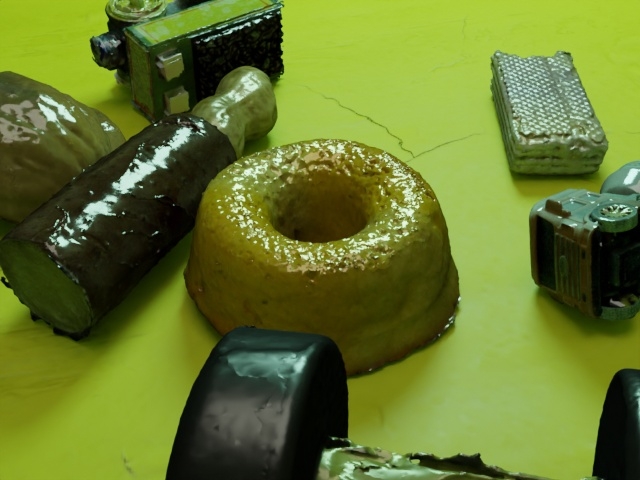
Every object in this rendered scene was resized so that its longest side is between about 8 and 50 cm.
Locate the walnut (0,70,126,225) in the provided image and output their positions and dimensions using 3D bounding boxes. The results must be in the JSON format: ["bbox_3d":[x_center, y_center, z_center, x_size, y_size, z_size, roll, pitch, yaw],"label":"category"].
[{"bbox_3d":[-0.335,-0.104,1.033,0.238,0.141,0.204,-20,44,-18],"label":"walnut"}]

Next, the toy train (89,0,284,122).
[{"bbox_3d":[-0.171,-0.268,1.254,0.261,0.134,0.177,-27,51,-28],"label":"toy train"}]

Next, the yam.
[{"bbox_3d":[-0.198,-0.026,0.929,0.131,0.131,0.279,13,38,21],"label":"yam"}]

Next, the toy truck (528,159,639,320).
[{"bbox_3d":[0.311,-0.022,0.904,0.257,0.108,0.140,-21,27,-26],"label":"toy truck"}]

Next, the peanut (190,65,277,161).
[{"bbox_3d":[-0.106,-0.143,1.118,0.089,0.089,0.192,12,43,19],"label":"peanut"}]

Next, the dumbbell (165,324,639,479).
[{"bbox_3d":[0.084,0.167,0.572,0.323,0.203,0.203,5,37,12],"label":"dumbbell"}]

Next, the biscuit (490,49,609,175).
[{"bbox_3d":[0.271,-0.159,1.126,0.108,0.061,0.239,1,37,2],"label":"biscuit"}]

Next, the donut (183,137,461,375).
[{"bbox_3d":[-0.002,-0.001,0.888,0.278,0.108,0.277,-2,36,2],"label":"donut"}]
